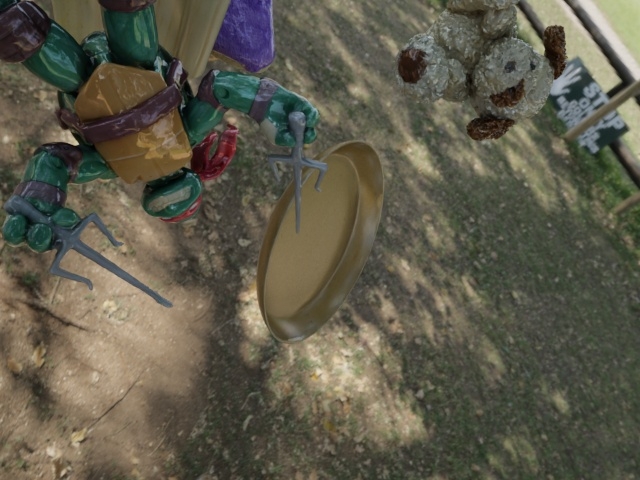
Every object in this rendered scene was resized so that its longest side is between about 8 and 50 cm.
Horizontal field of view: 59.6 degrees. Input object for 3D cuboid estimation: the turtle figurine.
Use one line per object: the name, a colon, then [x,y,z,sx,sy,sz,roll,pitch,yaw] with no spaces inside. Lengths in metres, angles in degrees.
turtle figurine: [-0.103,-0.066,0.306,0.175,0.234,0.118,-38,46,-17]

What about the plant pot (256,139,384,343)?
plant pot: [0.000,0.000,0.622,0.032,0.237,0.236,24,37,26]

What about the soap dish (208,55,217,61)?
soap dish: [-0.196,-0.390,0.880,0.118,0.290,0.229,-2,104,-30]

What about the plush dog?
plush dog: [0.271,-0.284,0.919,0.225,0.262,0.210,41,4,6]

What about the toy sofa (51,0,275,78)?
toy sofa: [-0.098,-0.325,0.431,0.176,0.150,0.363,5,78,-20]
